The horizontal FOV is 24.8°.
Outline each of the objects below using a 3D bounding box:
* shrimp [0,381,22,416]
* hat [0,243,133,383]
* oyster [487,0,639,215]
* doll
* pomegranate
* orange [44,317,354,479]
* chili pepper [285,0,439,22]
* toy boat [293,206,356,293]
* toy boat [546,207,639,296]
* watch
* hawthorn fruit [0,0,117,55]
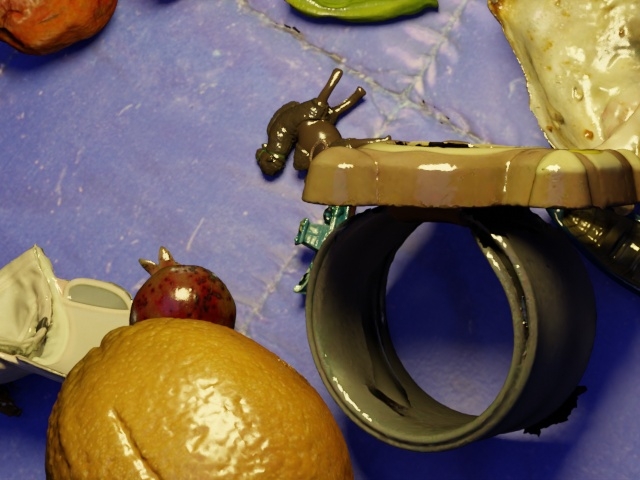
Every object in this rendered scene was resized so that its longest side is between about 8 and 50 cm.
[{"bbox_3d":[-0.504,0.177,1.834,0.287,0.063,0.152,28,83,21],"label":"shrimp"},{"bbox_3d":[-0.337,0.131,1.780,0.226,0.219,0.164,39,124,-6],"label":"hat"},{"bbox_3d":[0.338,-0.202,1.686,0.221,0.096,0.361,-20,68,5],"label":"oyster"},{"bbox_3d":[-0.002,-0.122,1.784,0.165,0.057,0.139,-35,68,13],"label":"doll"},{"bbox_3d":[-0.163,0.073,1.735,0.129,0.129,0.159,-10,62,14],"label":"pomegranate"},{"bbox_3d":[-0.137,0.254,1.563,0.322,0.322,0.357,-43,70,0],"label":"orange"},{"bbox_3d":[0.049,-0.300,1.827,0.201,0.050,0.052,2,57,15],"label":"chili pepper"},{"bbox_3d":[0.000,0.000,1.738,0.060,0.060,0.137,16,84,-9],"label":"toy boat"},{"bbox_3d":[0.341,0.009,1.642,0.229,0.046,0.080,34,86,24],"label":"toy boat"},{"bbox_3d":[0.158,0.060,1.547,0.335,0.314,0.327,5,96,33],"label":"watch"},{"bbox_3d":[-0.351,-0.327,1.907,0.173,0.173,0.179,25,108,22],"label":"hawthorn fruit"}]
